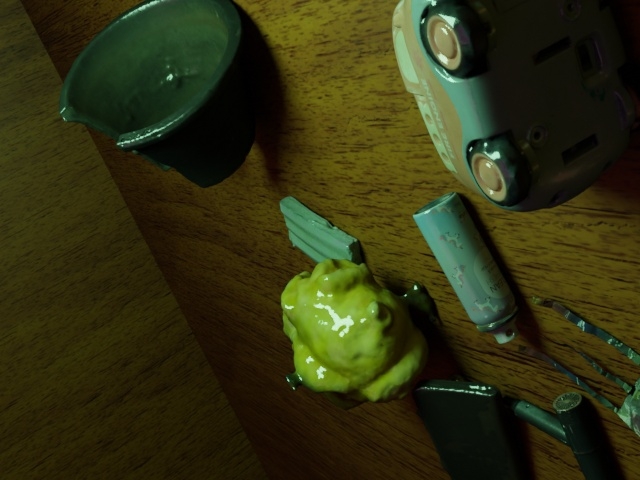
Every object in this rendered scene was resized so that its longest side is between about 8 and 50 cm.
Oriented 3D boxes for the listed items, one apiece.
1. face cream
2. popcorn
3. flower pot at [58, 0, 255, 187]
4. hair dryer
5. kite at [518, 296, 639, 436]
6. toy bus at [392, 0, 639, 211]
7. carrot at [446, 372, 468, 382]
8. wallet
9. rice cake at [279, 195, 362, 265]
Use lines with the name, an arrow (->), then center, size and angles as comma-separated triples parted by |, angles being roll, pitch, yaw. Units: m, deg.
face cream -> 0.221, 0.044, 1.087 | 0.229, 0.075, 0.075 | 60, 156, -6
popcorn -> 0.052, 0.189, 1.351 | 0.297, 0.280, 0.316 | 38, 146, 39
flower pot -> -0.260, -0.264, 1.409 | 0.379, 0.379, 0.251 | 37, 170, 39
hair dryer -> 0.366, 0.304, 1.168 | 0.173, 0.050, 0.194 | 64, 160, -12
kite -> 0.418, 0.202, 0.965 | 0.360, 0.022, 0.204 | 37, 150, 31
toy bus -> 0.188, -0.177, 0.768 | 0.288, 0.194, 0.232 | 65, 168, -17
carrot -> 0.253, 0.317, 1.382 | 0.060, 0.060, 0.186 | 33, 144, 44
wallet -> 0.275, 0.358, 1.325 | 0.165, 0.042, 0.310 | 2, 131, 36
rice cake -> 0.000, 0.000, 1.503 | 0.237, 0.043, 0.127 | 32, 145, 45
